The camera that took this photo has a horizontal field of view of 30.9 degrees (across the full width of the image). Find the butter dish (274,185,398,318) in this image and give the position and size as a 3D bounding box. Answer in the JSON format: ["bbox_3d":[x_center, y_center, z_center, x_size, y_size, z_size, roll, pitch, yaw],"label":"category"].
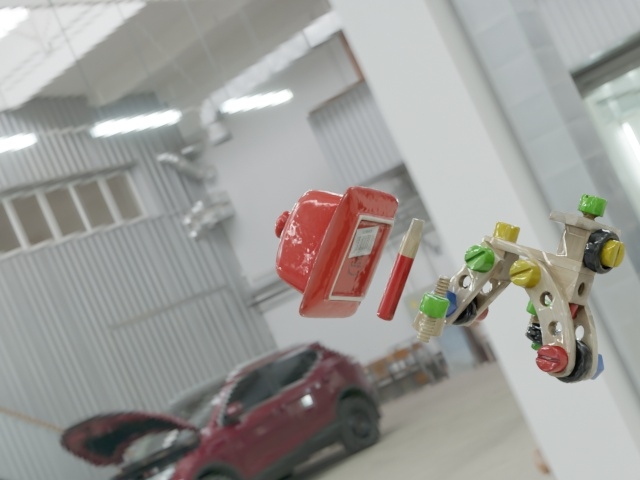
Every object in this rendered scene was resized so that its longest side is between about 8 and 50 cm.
[{"bbox_3d":[0.000,0.000,1.345,0.160,0.118,0.160,7,-74,-64],"label":"butter dish"}]

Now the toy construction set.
[{"bbox_3d":[0.252,0.030,1.530,0.308,0.237,0.257,14,10,-22],"label":"toy construction set"}]
